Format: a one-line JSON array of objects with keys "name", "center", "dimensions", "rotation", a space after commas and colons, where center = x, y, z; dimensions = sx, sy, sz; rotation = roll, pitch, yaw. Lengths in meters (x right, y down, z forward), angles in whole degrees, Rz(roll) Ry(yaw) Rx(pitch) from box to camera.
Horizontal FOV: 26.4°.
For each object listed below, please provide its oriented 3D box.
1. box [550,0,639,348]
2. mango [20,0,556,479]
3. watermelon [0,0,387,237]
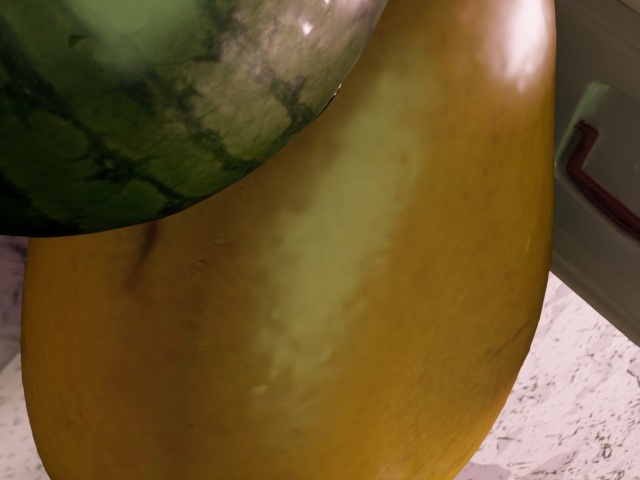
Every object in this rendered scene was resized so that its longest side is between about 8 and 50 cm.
[{"name": "box", "center": [0.222, -0.062, 0.786], "dimensions": [0.167, 0.294, 0.193], "rotation": [-25, 148, -39]}, {"name": "mango", "center": [0.000, 0.000, 0.702], "dimensions": [0.301, 0.220, 0.445], "rotation": [-8, 134, -35]}, {"name": "watermelon", "center": [-0.090, -0.118, 0.444], "dimensions": [0.242, 0.242, 0.242], "rotation": [-25, 146, -19]}]
